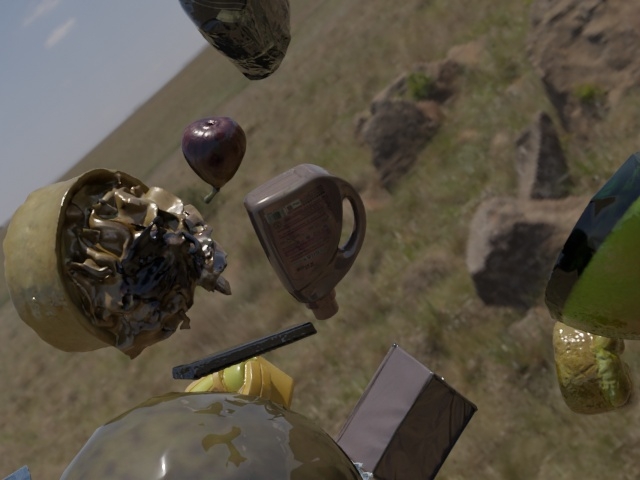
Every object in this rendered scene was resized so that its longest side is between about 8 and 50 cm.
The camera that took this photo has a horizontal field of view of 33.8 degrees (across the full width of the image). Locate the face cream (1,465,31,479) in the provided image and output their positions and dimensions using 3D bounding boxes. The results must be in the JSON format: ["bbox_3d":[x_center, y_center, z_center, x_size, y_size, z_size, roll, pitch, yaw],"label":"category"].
[{"bbox_3d":[-0.407,0.532,1.534,0.135,0.385,0.086,-32,-16,24],"label":"face cream"}]

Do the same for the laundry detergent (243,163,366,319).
[{"bbox_3d":[0.000,0.000,1.627,0.171,0.237,0.076,-30,26,-8],"label":"laundry detergent"}]

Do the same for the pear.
[{"bbox_3d":[0.494,0.001,1.387,0.399,0.165,0.399,-34,-31,-24],"label":"pear"}]

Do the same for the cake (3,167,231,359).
[{"bbox_3d":[-0.322,0.026,1.797,0.321,0.332,0.332,-11,26,31],"label":"cake"}]

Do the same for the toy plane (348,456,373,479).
[{"bbox_3d":[0.061,0.434,1.795,0.171,0.162,0.065,-10,-2,38],"label":"toy plane"}]

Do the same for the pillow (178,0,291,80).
[{"bbox_3d":[-0.094,-0.280,1.168,0.092,0.161,0.335,-6,-6,11],"label":"pillow"}]

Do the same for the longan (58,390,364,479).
[{"bbox_3d":[-0.126,0.357,1.185,0.391,0.391,0.391,-40,11,9],"label":"longan"}]

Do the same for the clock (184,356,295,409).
[{"bbox_3d":[-0.188,0.423,2.263,0.244,0.200,0.317,-42,30,32],"label":"clock"}]

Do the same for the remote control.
[{"bbox_3d":[-0.110,0.164,1.569,0.245,0.025,0.063,-17,2,-43],"label":"remote control"}]

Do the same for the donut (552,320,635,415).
[{"bbox_3d":[0.517,0.228,2.000,0.128,0.208,0.261,-12,-17,16],"label":"donut"}]

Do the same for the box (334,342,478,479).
[{"bbox_3d":[0.175,0.377,2.151,0.252,0.188,0.153,-55,38,-4],"label":"box"}]

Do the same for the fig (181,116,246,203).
[{"bbox_3d":[-0.140,-0.104,1.428,0.089,0.125,0.089,-4,33,2],"label":"fig"}]
